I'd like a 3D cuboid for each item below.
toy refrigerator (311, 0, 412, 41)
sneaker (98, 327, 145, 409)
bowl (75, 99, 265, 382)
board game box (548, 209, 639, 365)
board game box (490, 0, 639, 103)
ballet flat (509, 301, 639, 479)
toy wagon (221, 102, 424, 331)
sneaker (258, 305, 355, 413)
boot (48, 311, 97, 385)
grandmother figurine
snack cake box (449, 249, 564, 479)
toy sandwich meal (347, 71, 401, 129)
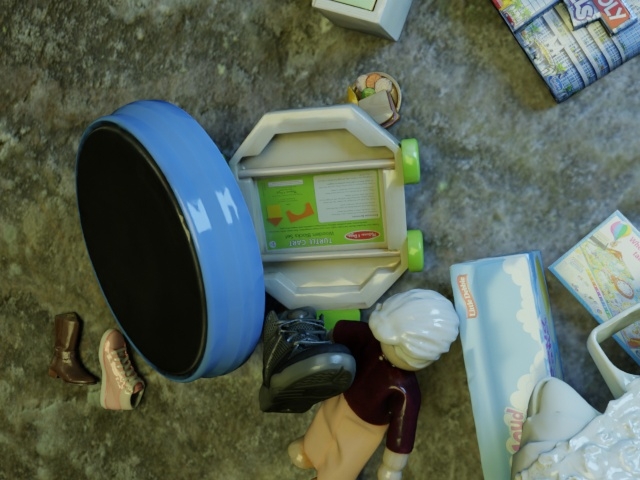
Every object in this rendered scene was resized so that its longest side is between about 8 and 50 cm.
[{"bbox_3d":[0.088,-0.411,0.809,0.102,0.094,0.270,23,100,21],"label":"toy refrigerator"},{"bbox_3d":[-0.316,0.210,1.015,0.070,0.051,0.134,5,96,22],"label":"sneaker"},{"bbox_3d":[-0.222,0.009,0.855,0.391,0.077,0.391,25,124,42],"label":"bowl"},{"bbox_3d":[0.359,0.055,0.728,0.103,0.026,0.154,-46,74,23],"label":"board game box"},{"bbox_3d":[0.312,-0.298,0.732,0.194,0.060,0.194,-33,78,21],"label":"board game box"},{"bbox_3d":[0.285,0.158,0.598,0.408,0.147,0.147,-36,75,-12],"label":"ballet flat"},{"bbox_3d":[0.000,0.000,0.826,0.267,0.068,0.345,-3,111,9],"label":"toy wagon"},{"bbox_3d":[-0.024,0.127,0.738,0.087,0.227,0.130,3,69,-14],"label":"sneaker"},{"bbox_3d":[-0.416,0.183,1.067,0.106,0.037,0.114,10,90,21],"label":"boot"},{"bbox_3d":[0.059,0.184,0.760,0.208,0.104,0.342,52,134,29],"label":"grandmother figurine"},{"bbox_3d":[0.226,0.148,0.723,0.089,0.152,0.265,-10,87,23],"label":"snack cake box"},{"bbox_3d":[0.071,-0.189,0.853,0.085,0.029,0.086,0,91,23],"label":"toy sandwich meal"}]
